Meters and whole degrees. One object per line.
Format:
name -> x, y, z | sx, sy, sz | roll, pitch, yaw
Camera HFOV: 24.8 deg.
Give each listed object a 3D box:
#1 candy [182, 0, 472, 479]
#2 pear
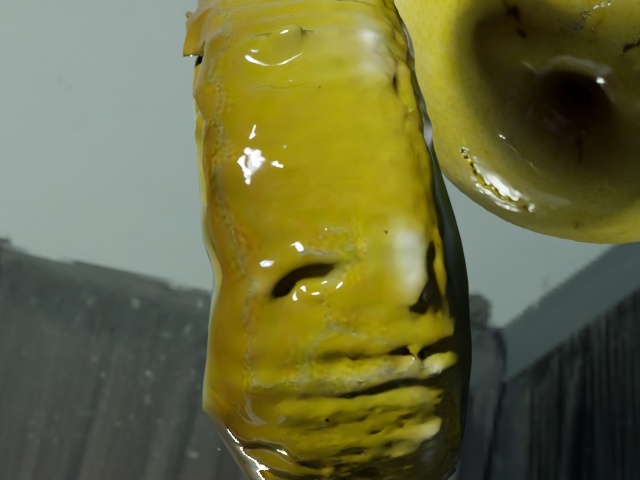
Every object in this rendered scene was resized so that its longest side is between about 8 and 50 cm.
candy -> 0.000, 0.000, 0.683 | 0.118, 0.260, 0.260 | -7, 145, -2
pear -> 0.216, -0.168, 1.123 | 0.348, 0.348, 0.348 | 4, 145, 3
